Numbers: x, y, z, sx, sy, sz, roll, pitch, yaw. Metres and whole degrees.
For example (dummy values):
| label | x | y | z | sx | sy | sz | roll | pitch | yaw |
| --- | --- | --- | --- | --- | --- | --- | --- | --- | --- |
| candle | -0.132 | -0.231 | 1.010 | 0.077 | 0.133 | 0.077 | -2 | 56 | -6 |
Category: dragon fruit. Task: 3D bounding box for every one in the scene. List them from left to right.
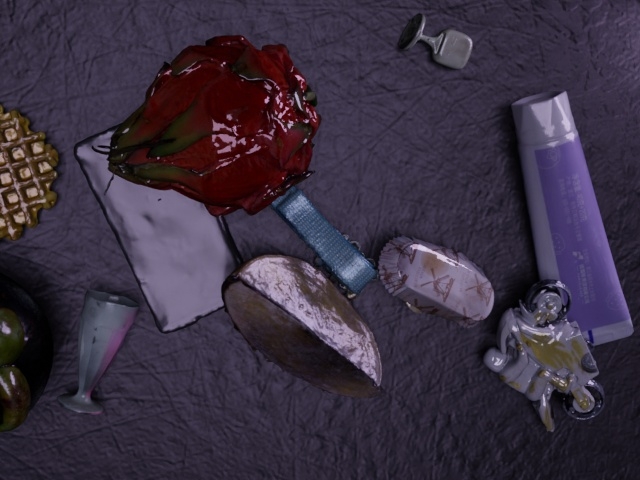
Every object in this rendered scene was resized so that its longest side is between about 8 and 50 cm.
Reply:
| label | x | y | z | sx | sy | sz | roll | pitch | yaw |
| --- | --- | --- | --- | --- | --- | --- | --- | --- | --- |
| dragon fruit | -0.133 | -0.123 | 1.111 | 0.293 | 0.234 | 0.234 | -32 | 98 | -12 |

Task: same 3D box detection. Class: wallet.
| label | x | y | z | sx | sy | sz | roll | pitch | yaw |
| --- | --- | --- | --- | --- | --- | --- | --- | --- | --- |
| wallet | -0.206 | -0.027 | 1.211 | 0.146 | 0.030 | 0.285 | -25 | 99 | -6 |

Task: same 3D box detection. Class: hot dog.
| label | x | y | z | sx | sy | sz | roll | pitch | yaw |
| --- | --- | --- | --- | --- | --- | --- | --- | --- | --- |
| hot dog | 0.157 | 0.055 | 1.228 | 0.192 | 0.053 | 0.099 | 21 | 74 | -27 |

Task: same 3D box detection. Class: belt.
| label | x | y | z | sx | sy | sz | roll | pitch | yaw |
| --- | --- | --- | --- | --- | --- | --- | --- | --- | --- |
| belt | 0.003 | -0.003 | 1.222 | 0.065 | 0.100 | 0.179 | -41 | 83 | 0 |

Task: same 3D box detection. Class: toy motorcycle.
| label | x | y | z | sx | sy | sz | roll | pitch | yaw |
| --- | --- | --- | --- | --- | --- | --- | --- | --- | --- |
| toy motorcycle | 0.305 | 0.165 | 1.257 | 0.151 | 0.074 | 0.229 | -19 | 110 | 12 |

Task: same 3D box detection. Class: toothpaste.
| label | x | y | z | sx | sy | sz | roll | pitch | yaw |
| --- | --- | --- | --- | --- | --- | --- | --- | --- | --- |
| toothpaste | 0.340 | -0.018 | 1.251 | 0.125 | 0.080 | 0.371 | -17 | 103 | -1 |

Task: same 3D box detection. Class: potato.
| label | x | y | z | sx | sy | sz | roll | pitch | yaw |
| --- | --- | --- | --- | --- | --- | --- | --- | --- | --- |
| potato | -0.026 | 0.106 | 1.224 | 0.261 | 0.120 | 0.100 | 40 | 51 | -17 |

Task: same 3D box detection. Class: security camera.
| label | x | y | z | sx | sy | sz | roll | pitch | yaw |
| --- | --- | --- | --- | --- | --- | --- | --- | --- | --- |
| security camera | 0.159 | -0.264 | 1.224 | 0.092 | 0.058 | 0.058 | 23 | 92 | -20 |

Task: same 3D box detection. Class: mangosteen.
| label | x | y | z | sx | sy | sz | roll | pitch | yaw |
| --- | --- | --- | --- | --- | --- | --- | --- | --- | --- |
| mangosteen | -0.433 | 0.142 | 1.099 | 0.243 | 0.243 | 0.243 | -1 | 95 | -6 |

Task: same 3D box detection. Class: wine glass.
| label | x | y | z | sx | sy | sz | roll | pitch | yaw |
| --- | --- | --- | --- | --- | --- | --- | --- | --- | --- |
| wine glass | -0.294 | 0.148 | 1.198 | 0.073 | 0.073 | 0.155 | 16 | 96 | -7 |

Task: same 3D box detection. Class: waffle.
| label | x | y | z | sx | sy | sz | roll | pitch | yaw |
| --- | --- | --- | --- | --- | --- | --- | --- | --- | --- |
| waffle | -0.429 | -0.088 | 1.175 | 0.191 | 0.038 | 0.191 | 0 | 94 | -6 |
